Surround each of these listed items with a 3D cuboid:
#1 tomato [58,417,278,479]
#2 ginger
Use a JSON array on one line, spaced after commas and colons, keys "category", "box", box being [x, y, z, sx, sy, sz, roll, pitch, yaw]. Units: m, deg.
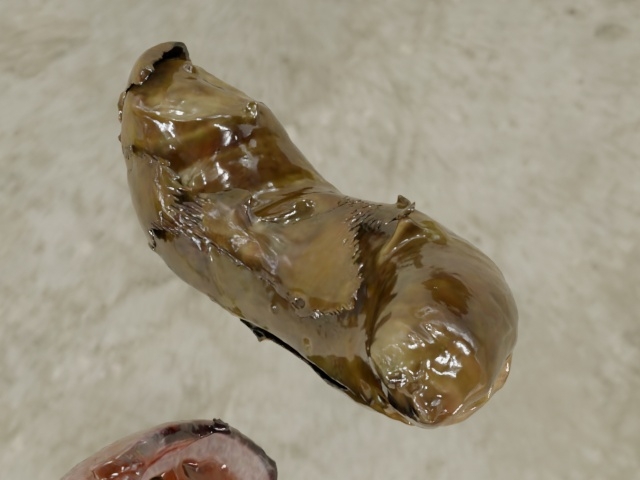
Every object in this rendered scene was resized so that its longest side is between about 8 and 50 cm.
[{"category": "tomato", "box": [-0.114, 0.202, 1.002, 0.112, 0.199, 0.228, 8, 101, 33]}, {"category": "ginger", "box": [0.001, 0.008, 0.932, 0.107, 0.309, 0.133, -37, 138, -18]}]
